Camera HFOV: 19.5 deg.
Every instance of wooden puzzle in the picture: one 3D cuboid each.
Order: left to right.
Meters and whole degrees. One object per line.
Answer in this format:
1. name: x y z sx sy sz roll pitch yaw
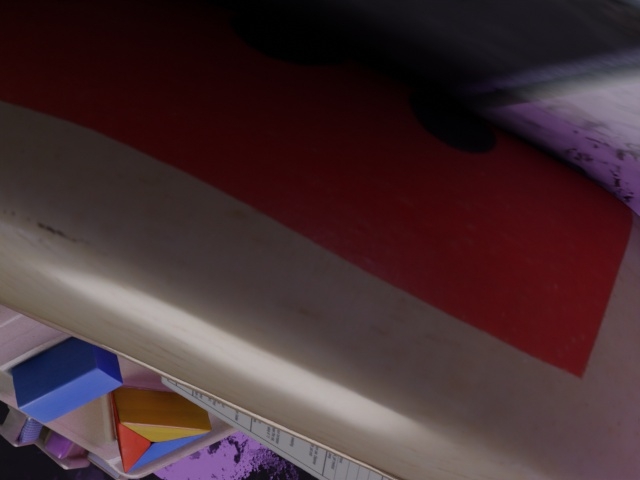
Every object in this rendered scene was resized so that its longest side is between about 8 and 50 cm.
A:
1. wooden puzzle: -0.156 0.117 1.815 0.348 0.322 0.080 45 -156 -48

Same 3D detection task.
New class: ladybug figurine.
1. ladybug figurine: -0.011 0.003 0.864 0.449 0.161 0.305 25 174 -4

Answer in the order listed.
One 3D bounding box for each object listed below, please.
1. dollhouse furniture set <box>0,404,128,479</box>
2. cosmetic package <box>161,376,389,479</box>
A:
1. dollhouse furniture set: -0.229 0.147 1.950 0.198 0.286 0.303 32 -170 20
2. cosmetic package: 0.026 0.110 1.519 0.296 0.129 0.153 31 144 14
